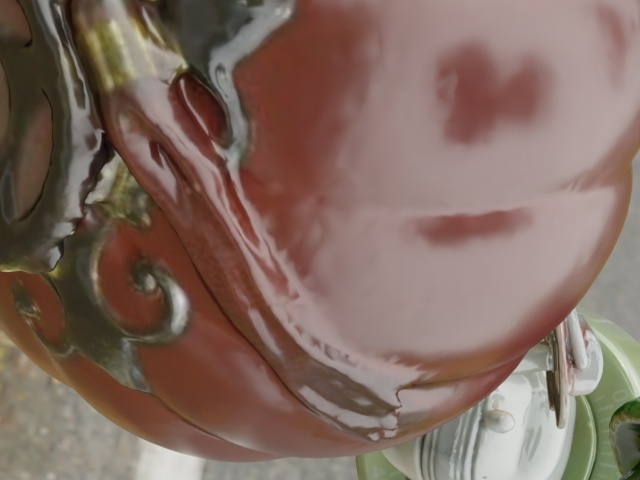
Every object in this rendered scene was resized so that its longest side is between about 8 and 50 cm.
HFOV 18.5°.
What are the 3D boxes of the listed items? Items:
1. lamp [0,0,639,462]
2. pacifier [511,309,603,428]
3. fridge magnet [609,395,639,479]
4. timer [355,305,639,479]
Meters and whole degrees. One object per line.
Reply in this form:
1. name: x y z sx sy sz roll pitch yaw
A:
1. lamp: -0.025 -0.070 0.703 0.257 0.303 0.303 -14 114 -44
2. pacifier: 0.110 0.057 1.053 0.099 0.078 0.081 -68 153 -82
3. fridge magnet: 0.204 0.161 0.921 0.088 0.208 0.208 -39 143 -11
4. timer: 0.142 0.159 1.620 0.315 0.290 0.291 42 61 -69
